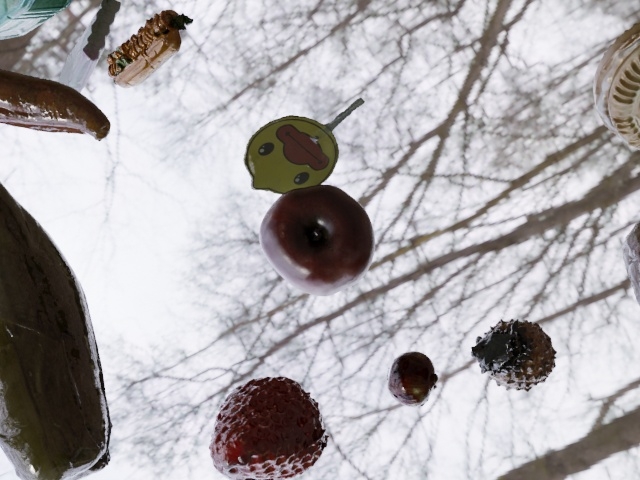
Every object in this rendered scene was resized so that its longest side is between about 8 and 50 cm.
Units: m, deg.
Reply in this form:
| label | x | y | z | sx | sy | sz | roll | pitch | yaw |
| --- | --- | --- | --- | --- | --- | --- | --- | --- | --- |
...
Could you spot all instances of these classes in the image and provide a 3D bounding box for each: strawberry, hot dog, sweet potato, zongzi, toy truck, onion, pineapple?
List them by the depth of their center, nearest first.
| label | x | y | z | sx | sy | sz | roll | pitch | yaw |
| --- | --- | --- | --- | --- | --- | --- | --- | --- | --- |
| sweet potato | -0.333 | -0.139 | 0.981 | 0.058 | 0.255 | 0.078 | -17 | -72 | -80 |
| zongzi | -0.395 | 0.121 | 1.261 | 0.174 | 0.393 | 0.356 | -16 | -124 | -12 |
| hot dog | -0.266 | -0.291 | 1.447 | 0.055 | 0.188 | 0.072 | 14 | -121 | -39 |
| toy truck | -0.518 | -0.411 | 1.520 | 0.155 | 0.278 | 0.156 | -29 | -83 | -57 |
| strawberry | -0.105 | 0.346 | 1.656 | 0.205 | 0.205 | 0.244 | 64 | -165 | 4 |
| pineapple | 0.370 | 0.227 | 1.880 | 0.278 | 0.157 | 0.158 | 15 | -125 | -64 |
| onion | 0.195 | 0.291 | 2.017 | 0.118 | 0.118 | 0.117 | 31 | -130 | -35 |

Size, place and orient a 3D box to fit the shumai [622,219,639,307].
| label | x | y | z | sx | sy | sz | roll | pitch | yaw |
| --- | --- | --- | --- | --- | --- | --- | --- | --- | --- |
| shumai | 0.624 | 0.052 | 1.401 | 0.346 | 0.283 | 0.217 | 38 | -139 | -27 |

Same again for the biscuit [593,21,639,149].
| label | x | y | z | sx | sy | sz | roll | pitch | yaw |
| --- | --- | --- | --- | --- | --- | --- | --- | --- | --- |
| biscuit | 0.483 | -0.197 | 1.219 | 0.259 | 0.259 | 0.079 | 35 | -137 | -31 |

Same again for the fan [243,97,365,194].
| label | x | y | z | sx | sy | sz | roll | pitch | yaw |
| --- | --- | --- | --- | --- | --- | --- | --- | --- | --- |
| fan | -0.034 | -0.214 | 2.138 | 0.229 | 0.335 | 0.011 | 37 | -156 | -38 |

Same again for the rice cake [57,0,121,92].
| label | x | y | z | sx | sy | sz | roll | pitch | yaw |
| --- | --- | --- | --- | --- | --- | --- | --- | --- | --- |
| rice cake | -0.416 | -0.318 | 1.665 | 0.037 | 0.198 | 0.189 | 27 | -135 | -22 |

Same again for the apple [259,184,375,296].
| label | x | y | z | sx | sy | sz | roll | pitch | yaw |
| --- | --- | --- | --- | --- | --- | --- | --- | --- | --- |
| apple | 0.001 | 0.001 | 1.853 | 0.234 | 0.234 | 0.234 | 28 | -132 | -37 |
